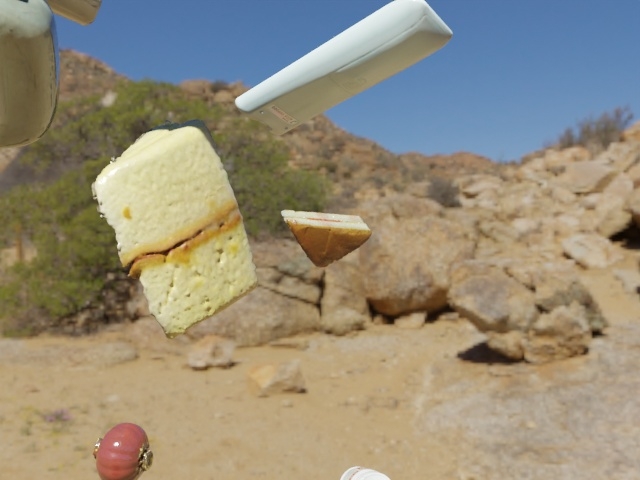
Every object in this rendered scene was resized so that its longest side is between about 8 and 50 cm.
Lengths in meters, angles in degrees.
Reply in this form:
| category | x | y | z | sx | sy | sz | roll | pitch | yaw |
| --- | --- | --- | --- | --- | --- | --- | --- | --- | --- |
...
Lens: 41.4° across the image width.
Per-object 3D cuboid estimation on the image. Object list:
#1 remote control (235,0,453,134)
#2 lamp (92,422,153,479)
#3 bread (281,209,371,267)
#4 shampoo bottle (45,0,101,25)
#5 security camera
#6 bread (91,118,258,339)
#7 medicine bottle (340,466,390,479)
| category | x | y | z | sx | sy | sz | roll | pitch | yaw |
| --- | --- | --- | --- | --- | --- | --- | --- | --- | --- |
| remote control | 0.029 | -0.220 | 1.120 | 0.293 | 0.051 | 0.103 | -24 | -29 | 27 |
| lamp | -0.306 | 0.332 | 1.312 | 0.090 | 0.101 | 0.101 | 10 | 1 | 7 |
| bread | 0.000 | 0.000 | 0.968 | 0.109 | 0.062 | 0.043 | 7 | 25 | -25 |
| shampoo bottle | -0.478 | -0.422 | 1.312 | 0.153 | 0.071 | 0.284 | 34 | 8 | 23 |
| security camera | -0.273 | -0.201 | 0.634 | 0.157 | 0.301 | 0.080 | 2 | 40 | -13 |
| bread | -0.204 | -0.013 | 1.069 | 0.178 | 0.240 | 0.135 | -32 | 22 | -37 |
| medicine bottle | 0.062 | 0.341 | 1.159 | 0.057 | 0.057 | 0.089 | -1 | -9 | -14 |
